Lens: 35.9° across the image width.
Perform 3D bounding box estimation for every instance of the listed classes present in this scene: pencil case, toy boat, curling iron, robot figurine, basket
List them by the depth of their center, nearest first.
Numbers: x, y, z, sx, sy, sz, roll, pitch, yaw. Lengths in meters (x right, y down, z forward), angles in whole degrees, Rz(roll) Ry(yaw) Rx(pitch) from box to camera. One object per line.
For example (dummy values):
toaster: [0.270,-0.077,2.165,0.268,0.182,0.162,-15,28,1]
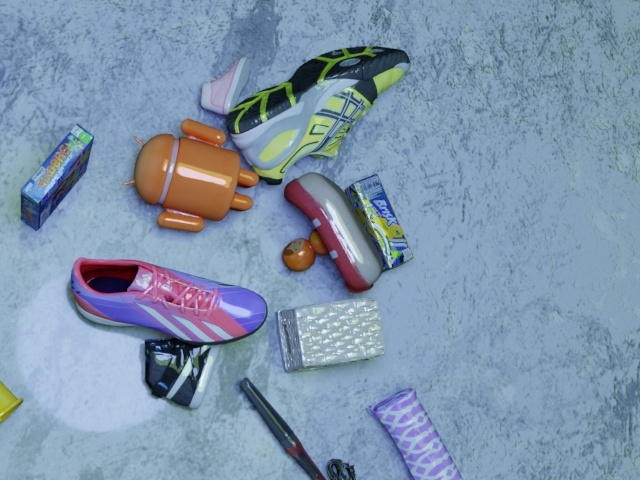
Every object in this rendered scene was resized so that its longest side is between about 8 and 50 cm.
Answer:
robot figurine: [-0.218,-0.109,1.665,0.219,0.158,0.128,14,35,-14]
curling iron: [-0.040,0.336,1.677,0.274,0.035,0.068,45,66,-5]
basket: [0.021,0.159,1.695,0.167,0.103,0.113,-6,82,-19]
pencil case: [0.170,0.359,1.714,0.088,0.086,0.206,-28,86,3]
toy boat: [0.000,0.000,1.720,0.151,0.151,0.231,-29,88,9]

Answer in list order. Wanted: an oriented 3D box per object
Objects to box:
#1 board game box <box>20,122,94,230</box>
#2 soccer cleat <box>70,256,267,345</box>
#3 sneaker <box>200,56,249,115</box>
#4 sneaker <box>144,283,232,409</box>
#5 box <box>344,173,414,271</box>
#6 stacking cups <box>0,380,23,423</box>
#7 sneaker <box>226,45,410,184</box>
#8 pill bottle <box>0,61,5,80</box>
board game box: [-0.418,-0.096,1.560,0.035,0.201,0.136,37,70,-7]
soccer cleat: [-0.243,0.090,1.570,0.318,0.116,0.109,8,58,5]
sneaker: [-0.173,-0.280,1.754,0.070,0.051,0.134,10,56,12]
sneaker: [-0.224,0.159,1.633,0.121,0.079,0.217,20,74,-12]
box: [0.106,-0.031,1.784,0.054,0.059,0.169,-21,86,-19]
stacking cups: [-0.585,0.157,1.461,0.316,0.096,0.096,46,70,0]
sneaker: [0.006,-0.236,1.777,0.384,0.145,0.147,-31,119,-23]
pill bottle: [-0.615,-0.313,1.594,0.193,0.108,0.108,45,70,-4]
